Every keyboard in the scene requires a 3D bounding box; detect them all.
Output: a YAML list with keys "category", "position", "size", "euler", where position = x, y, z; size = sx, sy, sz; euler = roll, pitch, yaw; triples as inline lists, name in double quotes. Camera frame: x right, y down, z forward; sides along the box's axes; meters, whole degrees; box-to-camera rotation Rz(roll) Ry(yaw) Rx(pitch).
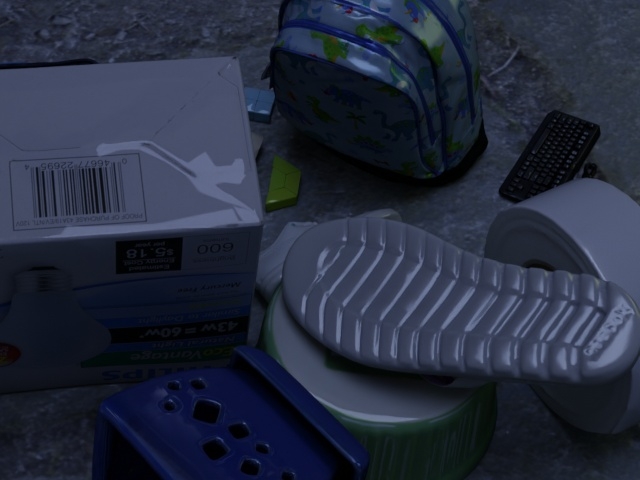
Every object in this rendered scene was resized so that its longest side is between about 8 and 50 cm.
- category: "keyboard"
  position: [0.324, -0.103, 2.176]
  size: [0.108, 0.023, 0.180]
  euler: [25, 54, 14]

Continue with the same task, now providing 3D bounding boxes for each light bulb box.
- category: "light bulb box"
  position: [-0.260, -0.007, 1.809]
  size: [0.358, 0.361, 0.225]
  euler: [-4, 60, -9]

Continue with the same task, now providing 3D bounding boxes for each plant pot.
- category: "plant pot"
  position: [-0.089, 0.264, 1.706]
  size: [0.212, 0.236, 0.236]
  euler: [-29, 59, -32]

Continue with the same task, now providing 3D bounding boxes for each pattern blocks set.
- category: "pattern blocks set"
  position: [-0.167, -0.092, 2.114]
  size: [0.285, 0.026, 0.325]
  euler: [3, 50, -3]

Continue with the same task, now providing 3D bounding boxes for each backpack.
- category: "backpack"
  position: [0.068, -0.229, 2.039]
  size: [0.290, 0.355, 0.273]
  euler: [28, 54, 15]

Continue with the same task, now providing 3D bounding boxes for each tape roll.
- category: "tape roll"
  position: [0.308, 0.076, 1.861]
  size: [0.100, 0.286, 0.286]
  euler: [-22, 56, -22]

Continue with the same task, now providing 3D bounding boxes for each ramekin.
- category: "ramekin"
  position: [0.065, 0.143, 1.867]
  size: [0.303, 0.148, 0.303]
  euler: [3, 51, -3]

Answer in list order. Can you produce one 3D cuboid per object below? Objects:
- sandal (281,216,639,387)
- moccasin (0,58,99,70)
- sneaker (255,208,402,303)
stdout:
- category: "sandal"
  position: [0.145, 0.091, 1.758]
  size: [0.416, 0.102, 0.169]
  euler: [15, 67, 25]
- category: "moccasin"
  position: [-0.447, -0.201, 2.115]
  size: [0.342, 0.117, 0.138]
  euler: [-8, 52, -12]
- category: "sneaker"
  position: [0.000, 0.000, 2.031]
  size: [0.212, 0.080, 0.094]
  euler: [-26, 46, -22]
